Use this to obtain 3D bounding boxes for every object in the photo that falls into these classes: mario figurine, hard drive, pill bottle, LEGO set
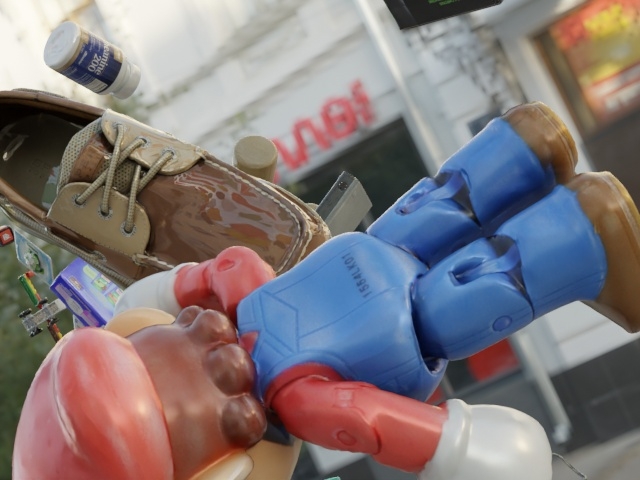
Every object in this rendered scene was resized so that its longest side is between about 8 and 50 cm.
[{"bbox_3d":[0.003,0.070,0.765,0.321,0.170,0.198,-28,8,-3],"label":"mario figurine"},{"bbox_3d":[0.000,0.000,1.609,0.135,0.022,0.094,-54,-17,-6],"label":"hard drive"},{"bbox_3d":[-0.292,-0.229,2.012,0.067,0.067,0.120,-28,-39,33],"label":"pill bottle"},{"bbox_3d":[-0.305,0.073,1.862,0.060,0.244,0.182,-31,-41,-33],"label":"LEGO set"}]

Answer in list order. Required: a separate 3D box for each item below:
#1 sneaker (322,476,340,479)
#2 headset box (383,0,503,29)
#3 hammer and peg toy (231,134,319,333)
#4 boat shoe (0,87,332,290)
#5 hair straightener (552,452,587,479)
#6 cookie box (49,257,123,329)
[{"bbox_3d":[0.047,0.439,2.309,0.296,0.178,0.124,-10,-8,25],"label":"sneaker"},{"bbox_3d":[0.119,-0.378,1.503,0.131,0.283,0.246,-9,35,44],"label":"headset box"},{"bbox_3d":[-0.093,0.056,1.964,0.266,0.361,0.127,-17,-32,-14],"label":"hammer and peg toy"},{"bbox_3d":[-0.140,-0.029,1.102,0.324,0.123,0.116,17,-16,33],"label":"boat shoe"},{"bbox_3d":[0.222,0.308,1.966,0.230,0.089,0.047,-13,-20,19],"label":"hair straightener"},{"bbox_3d":[-0.202,0.042,1.566,0.107,0.092,0.040,-44,2,-36],"label":"cookie box"}]
